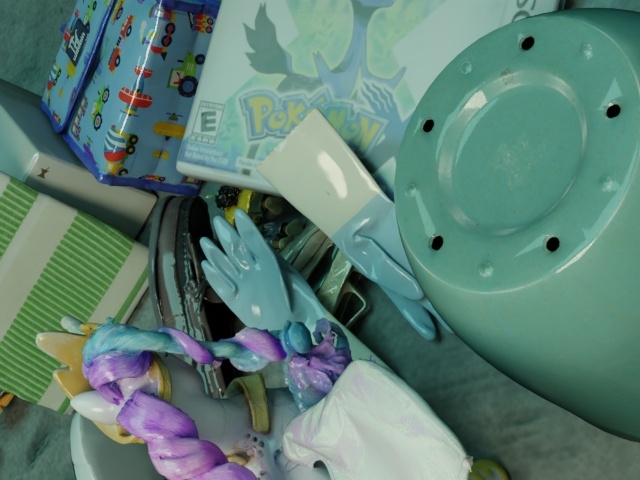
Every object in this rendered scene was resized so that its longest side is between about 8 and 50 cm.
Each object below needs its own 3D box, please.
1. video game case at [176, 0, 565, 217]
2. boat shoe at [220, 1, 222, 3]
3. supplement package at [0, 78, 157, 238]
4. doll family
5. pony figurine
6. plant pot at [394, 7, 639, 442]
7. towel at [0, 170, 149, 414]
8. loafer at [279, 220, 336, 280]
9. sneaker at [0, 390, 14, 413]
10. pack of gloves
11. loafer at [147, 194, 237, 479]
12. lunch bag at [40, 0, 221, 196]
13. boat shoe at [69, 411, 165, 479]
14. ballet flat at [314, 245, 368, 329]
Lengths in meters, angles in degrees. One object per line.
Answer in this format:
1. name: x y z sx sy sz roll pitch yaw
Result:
1. video game case: 0.047 -0.175 0.979 0.329 0.036 0.300 13 85 24
2. boat shoe: -0.152 -0.244 1.293 0.135 0.045 0.050 -46 48 23
3. supplement package: -0.374 -0.070 1.347 0.293 0.177 0.175 41 104 46
4. doll family: -0.067 -0.072 1.124 0.111 0.076 0.193 1 69 50
5. pony figurine: -0.003 0.190 0.734 0.303 0.363 0.351 -54 45 14
6. plant pot: 0.192 -0.023 0.723 0.293 0.235 0.293 -19 61 38
7. towel: -0.370 0.047 1.194 0.248 0.325 0.038 -57 28 10
8. loafer: 0.000 0.000 1.055 0.125 0.039 0.045 -47 14 15
9. sneaker: -0.398 0.139 1.337 0.215 0.083 0.084 -52 41 -9
10. pack of gloves: 0.014 0.027 0.961 0.195 0.046 0.232 -44 86 21
11. loafer: -0.113 0.093 1.094 0.095 0.109 0.302 -11 71 21
12. lunch bag: -0.235 -0.215 1.268 0.293 0.138 0.221 37 112 45
13. boat shoe: -0.211 0.307 1.091 0.102 0.108 0.301 -43 55 22
14. ballet flat: 0.031 0.035 1.004 0.052 0.057 0.168 31 102 19
